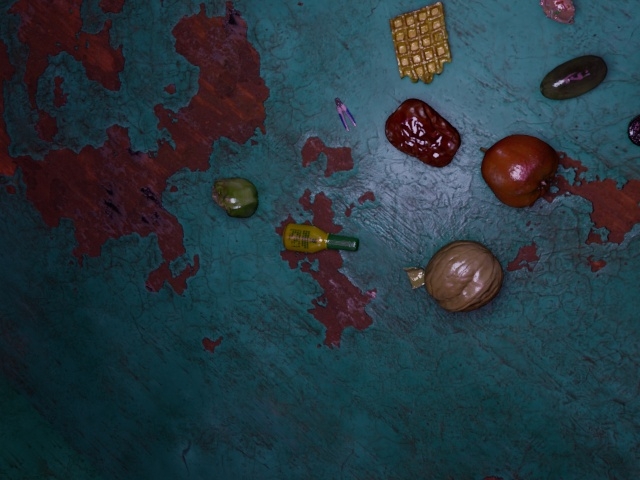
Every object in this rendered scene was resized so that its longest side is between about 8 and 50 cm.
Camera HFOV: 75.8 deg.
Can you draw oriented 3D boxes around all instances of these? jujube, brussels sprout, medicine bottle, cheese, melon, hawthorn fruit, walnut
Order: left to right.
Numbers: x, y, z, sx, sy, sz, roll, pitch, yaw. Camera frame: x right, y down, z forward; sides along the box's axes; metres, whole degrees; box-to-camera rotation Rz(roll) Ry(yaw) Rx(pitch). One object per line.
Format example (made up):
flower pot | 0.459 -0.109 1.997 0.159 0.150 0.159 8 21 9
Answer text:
brussels sprout | -0.290 -0.148 1.423 0.183 0.145 0.131 46 144 47
medicine bottle | 0.000 0.000 1.398 0.260 0.064 0.095 7 95 15
cheese | 0.309 0.108 1.339 0.060 0.041 0.084 -27 106 25
jujube | 0.305 -0.316 1.220 0.230 0.155 0.155 33 106 2
walnut | 0.422 0.108 1.223 0.227 0.228 0.228 3 99 16
hawthorn fruit | 0.543 -0.212 1.165 0.225 0.196 0.197 45 109 31
melon | 0.684 -0.438 1.117 0.162 0.099 0.099 -19 93 20

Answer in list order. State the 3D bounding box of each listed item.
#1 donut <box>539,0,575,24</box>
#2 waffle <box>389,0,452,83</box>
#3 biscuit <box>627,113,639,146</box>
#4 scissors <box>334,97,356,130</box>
donut | 0.651 -0.679 1.105 0.117 0.065 0.166 13 100 13
waffle | 0.304 -0.573 1.225 0.160 0.055 0.211 -12 94 18
biscuit | 0.883 -0.299 1.117 0.089 0.027 0.087 36 107 9
scissors | 0.076 -0.413 1.338 0.039 0.012 0.113 -29 90 18
